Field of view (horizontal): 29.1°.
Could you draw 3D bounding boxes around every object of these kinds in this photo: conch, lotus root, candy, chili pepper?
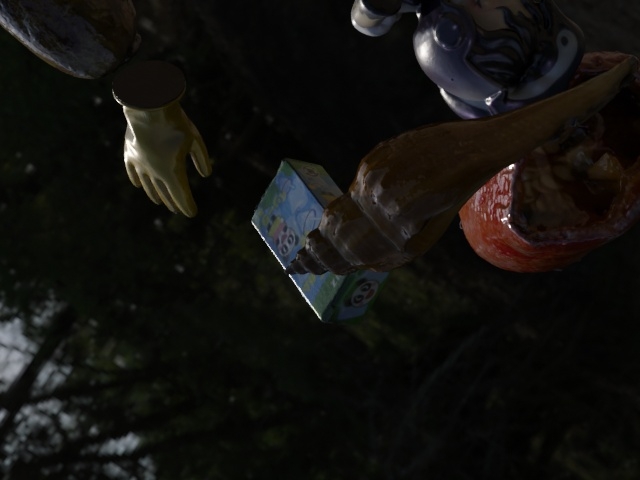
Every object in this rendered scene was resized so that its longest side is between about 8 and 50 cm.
[{"bbox_3d":[0.103,-0.064,0.997,0.093,0.330,0.109,56,-167,18],"label":"conch"},{"bbox_3d":[-0.323,-0.297,1.441,0.260,0.128,0.145,41,141,-14],"label":"lotus root"},{"bbox_3d":[0.000,0.000,1.413,0.062,0.097,0.194,9,-147,-39],"label":"candy"},{"bbox_3d":[0.269,-0.092,1.422,0.229,0.251,0.305,41,177,4],"label":"chili pepper"}]

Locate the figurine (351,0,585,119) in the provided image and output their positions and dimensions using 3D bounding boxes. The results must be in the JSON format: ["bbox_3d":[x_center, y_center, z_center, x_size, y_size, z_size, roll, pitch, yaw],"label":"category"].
[{"bbox_3d":[0.132,-0.189,1.145,0.222,0.145,0.145,27,178,-3],"label":"figurine"}]

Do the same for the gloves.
[{"bbox_3d":[-0.272,-0.154,2.090,0.133,0.116,0.294,32,146,28],"label":"gloves"}]
